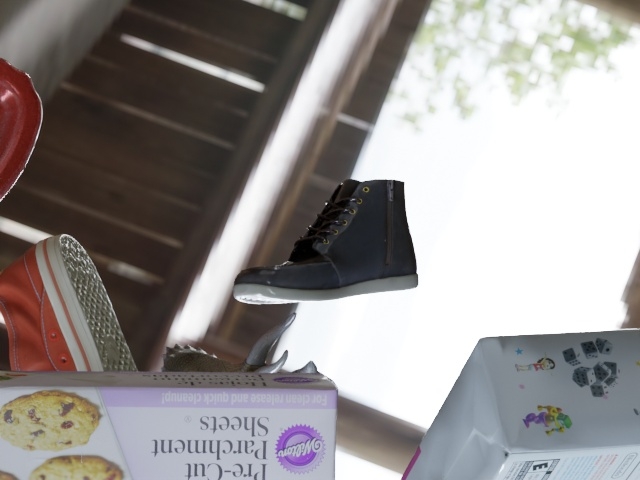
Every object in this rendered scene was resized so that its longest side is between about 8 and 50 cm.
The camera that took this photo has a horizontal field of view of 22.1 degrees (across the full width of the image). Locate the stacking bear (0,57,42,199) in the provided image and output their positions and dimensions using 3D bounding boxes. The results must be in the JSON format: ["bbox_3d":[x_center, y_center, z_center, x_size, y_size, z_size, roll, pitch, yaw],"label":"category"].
[{"bbox_3d":[-0.357,-0.038,1.184,0.289,0.175,0.164,-23,-134,48],"label":"stacking bear"}]

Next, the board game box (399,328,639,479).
[{"bbox_3d":[0.232,0.160,1.206,0.224,0.303,0.097,112,-29,-52],"label":"board game box"}]

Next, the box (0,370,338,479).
[{"bbox_3d":[-0.153,0.110,0.947,0.063,0.324,0.067,-156,-112,-82],"label":"box"}]

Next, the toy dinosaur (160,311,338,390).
[{"bbox_3d":[-0.130,0.177,1.088,0.313,0.121,0.160,-36,129,-13],"label":"toy dinosaur"}]

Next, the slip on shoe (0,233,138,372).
[{"bbox_3d":[-0.220,0.159,1.502,0.331,0.101,0.123,69,12,15],"label":"slip on shoe"}]

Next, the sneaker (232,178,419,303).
[{"bbox_3d":[0.000,0.000,1.636,0.083,0.222,0.118,-5,-89,49],"label":"sneaker"}]
